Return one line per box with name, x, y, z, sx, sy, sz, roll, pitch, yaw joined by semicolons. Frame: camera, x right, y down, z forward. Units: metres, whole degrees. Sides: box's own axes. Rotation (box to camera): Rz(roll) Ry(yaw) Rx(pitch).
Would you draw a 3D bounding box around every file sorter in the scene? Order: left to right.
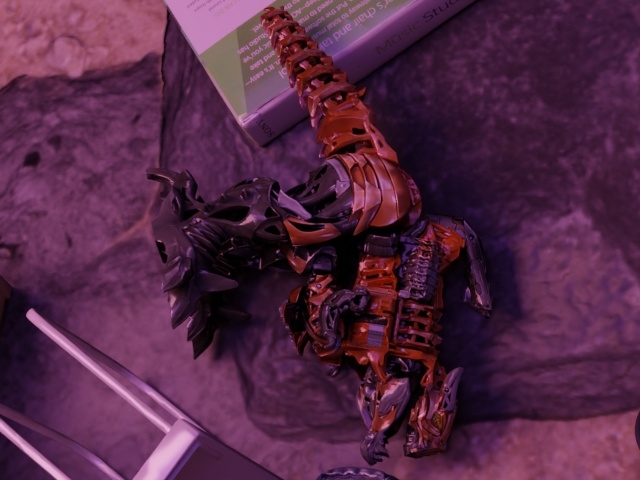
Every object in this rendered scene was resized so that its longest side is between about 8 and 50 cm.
file sorter;-0.185;0.216;1.057;0.173;0.193;0.277;34;84;28

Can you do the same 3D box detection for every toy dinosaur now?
toy dinosaur;0.000;0.000;1.118;0.218;0.164;0.322;-13;55;0

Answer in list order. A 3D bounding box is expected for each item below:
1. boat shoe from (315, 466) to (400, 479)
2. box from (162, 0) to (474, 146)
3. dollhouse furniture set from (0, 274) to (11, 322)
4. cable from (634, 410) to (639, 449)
boat shoe;0.081;0.197;1.034;0.183;0.083;0.065;13;76;22
box;-0.035;-0.261;1.254;0.232;0.058;0.322;-34;63;4
dollhouse furniture set;-0.415;0.080;1.128;0.303;0.286;0.198;5;72;8
cable;0.300;0.115;1.019;0.184;0.047;0.150;-28;60;10
